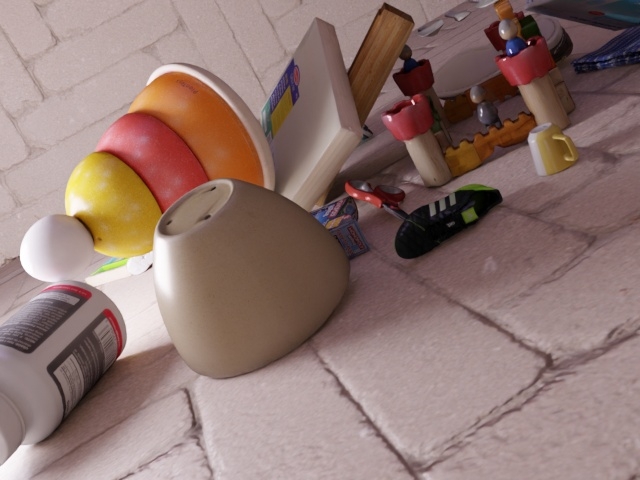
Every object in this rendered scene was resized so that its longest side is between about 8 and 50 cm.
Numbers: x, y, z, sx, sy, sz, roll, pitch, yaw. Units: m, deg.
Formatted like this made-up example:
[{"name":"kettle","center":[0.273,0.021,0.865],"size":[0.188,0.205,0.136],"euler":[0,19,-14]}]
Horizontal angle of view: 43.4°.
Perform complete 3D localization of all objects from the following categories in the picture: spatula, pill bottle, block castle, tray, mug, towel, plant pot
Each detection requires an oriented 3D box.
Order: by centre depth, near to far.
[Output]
[{"name":"plant pot","center":[-0.125,0.024,1.140],"size":[0.284,0.190,0.284],"euler":[-23,30,14]},{"name":"mug","center":[0.342,-0.139,1.176],"size":[0.078,0.064,0.062],"euler":[-15,21,40]},{"name":"pill bottle","center":[-0.455,0.209,1.269],"size":[0.176,0.176,0.318],"euler":[-21,17,26]},{"name":"towel","center":[0.654,-0.396,1.479],"size":[0.243,0.040,0.336],"euler":[-34,16,-19]},{"name":"block castle","center":[0.281,-0.301,1.511],"size":[0.303,0.212,0.453],"euler":[-24,16,17]},{"name":"spatula","center":[0.258,-0.440,1.567],"size":[0.168,0.019,0.242],"euler":[-30,15,9]},{"name":"tray","center":[0.066,-0.288,1.682],"size":[0.203,0.076,0.410],"euler":[-78,14,-70]}]

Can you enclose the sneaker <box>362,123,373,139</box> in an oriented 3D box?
[{"name":"sneaker","center":[0.052,-0.273,2.084],"size":[0.110,0.107,0.275],"euler":[-51,14,-7]}]

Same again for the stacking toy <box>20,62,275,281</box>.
[{"name":"stacking toy","center":[-0.354,-0.087,1.495],"size":[0.480,0.350,0.351],"euler":[-39,18,-33]}]

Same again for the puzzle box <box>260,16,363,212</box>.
[{"name":"puzzle box","center":[-0.031,-0.242,1.634],"size":[0.272,0.052,0.408],"euler":[-54,30,35]}]

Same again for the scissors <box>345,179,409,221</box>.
[{"name":"scissors","center":[0.105,-0.054,1.318],"size":[0.109,0.021,0.297],"euler":[10,17,-8]}]

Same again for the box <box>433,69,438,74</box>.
[{"name":"box","center":[0.380,-0.439,2.074],"size":[0.233,0.044,0.159],"euler":[-9,25,51]}]

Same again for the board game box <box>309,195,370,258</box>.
[{"name":"board game box","center":[0.000,0.000,1.344],"size":[0.194,0.060,0.194],"euler":[-20,18,26]}]

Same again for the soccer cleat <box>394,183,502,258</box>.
[{"name":"soccer cleat","center":[0.180,-0.031,1.135],"size":[0.179,0.060,0.072],"euler":[-33,17,-24]}]

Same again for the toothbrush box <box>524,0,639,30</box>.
[{"name":"toothbrush box","center":[0.546,-0.483,1.478],"size":[0.217,0.126,0.295],"euler":[8,6,-16]}]

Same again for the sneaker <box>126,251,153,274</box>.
[{"name":"sneaker","center":[-0.404,0.024,1.971],"size":[0.158,0.061,0.065],"euler":[-30,11,-3]}]

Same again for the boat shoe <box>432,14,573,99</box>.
[{"name":"boat shoe","center":[0.397,-0.385,1.788],"size":[0.325,0.097,0.116],"euler":[-23,57,33]}]

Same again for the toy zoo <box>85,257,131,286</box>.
[{"name":"toy zoo","center":[-0.468,0.020,2.141],"size":[0.192,0.030,0.293],"euler":[-14,22,42]}]
